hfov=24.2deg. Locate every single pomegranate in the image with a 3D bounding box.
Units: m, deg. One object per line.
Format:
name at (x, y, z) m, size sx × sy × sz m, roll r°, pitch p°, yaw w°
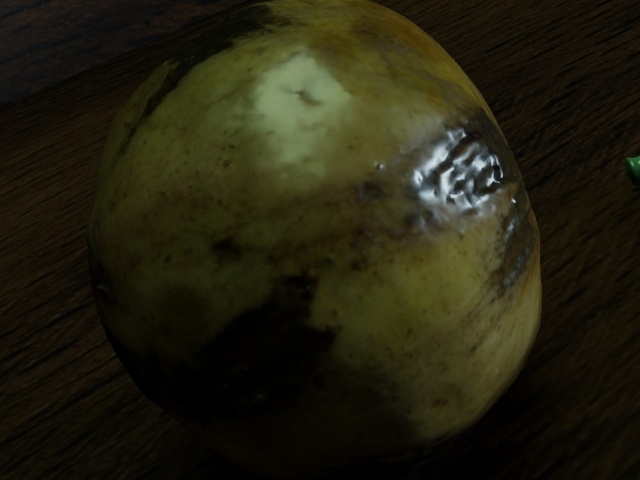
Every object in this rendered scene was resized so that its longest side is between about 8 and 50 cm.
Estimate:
pomegranate at (0.000, 0.000, 0.952) m, size 0.322 × 0.322 × 0.322 m, roll -13°, pitch 20°, yaw 5°

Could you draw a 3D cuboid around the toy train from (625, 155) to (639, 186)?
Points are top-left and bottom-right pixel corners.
toy train at (0.342, -0.056, 1.097) m, size 0.237 × 0.150 × 0.369 m, roll -20°, pitch 18°, yaw 3°
